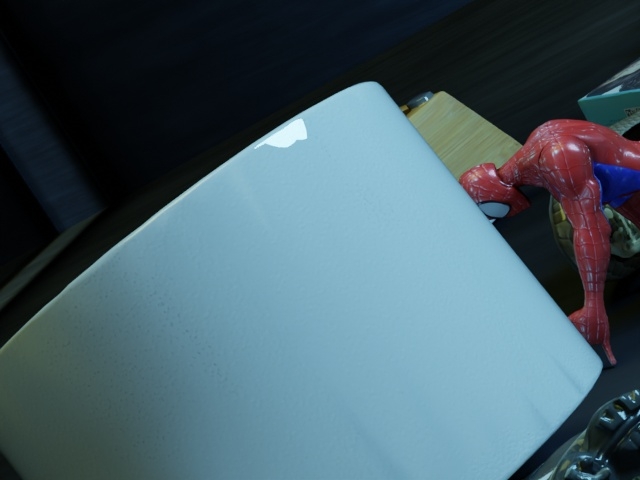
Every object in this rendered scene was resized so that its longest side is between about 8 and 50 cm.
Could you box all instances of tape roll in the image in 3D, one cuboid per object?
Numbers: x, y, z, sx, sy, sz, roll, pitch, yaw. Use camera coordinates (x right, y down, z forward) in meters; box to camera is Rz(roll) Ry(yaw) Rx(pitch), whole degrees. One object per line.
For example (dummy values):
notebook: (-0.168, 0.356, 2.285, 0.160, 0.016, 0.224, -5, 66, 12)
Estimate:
tape roll: (-0.016, 0.067, 0.658, 0.246, 0.169, 0.246, -38, -4, -3)

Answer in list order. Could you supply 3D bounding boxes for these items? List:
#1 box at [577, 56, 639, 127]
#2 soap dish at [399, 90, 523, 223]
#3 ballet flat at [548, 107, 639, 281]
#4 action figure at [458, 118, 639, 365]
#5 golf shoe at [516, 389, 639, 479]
box: (0.326, -0.150, 1.100, 0.244, 0.060, 0.100, -35, 12, -16)
soap dish: (0.000, 0.000, 1.166, 0.291, 0.118, 0.229, -41, 15, -34)
ballet flat: (0.221, -0.049, 0.917, 0.058, 0.084, 0.250, -23, 9, 42)
action figure: (0.220, -0.016, 0.786, 0.280, 0.139, 0.091, -7, 12, 7)
golf shoe: (0.071, 0.144, 0.539, 0.198, 0.077, 0.094, -37, -9, -19)
